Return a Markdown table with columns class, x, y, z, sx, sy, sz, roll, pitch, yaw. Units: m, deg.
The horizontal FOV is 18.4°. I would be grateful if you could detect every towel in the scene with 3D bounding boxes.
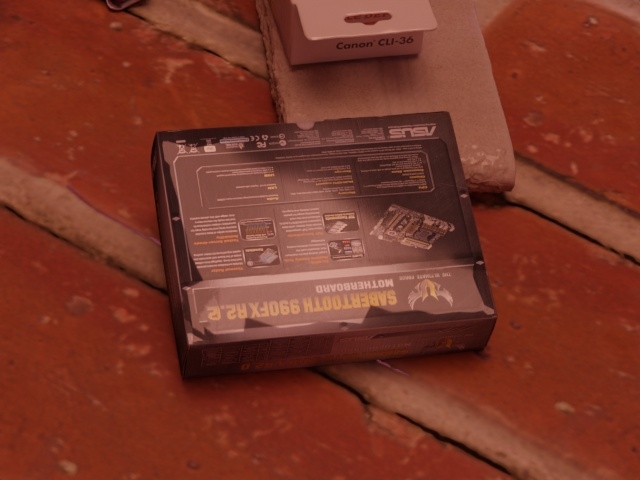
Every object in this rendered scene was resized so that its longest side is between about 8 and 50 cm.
| class | x | y | z | sx | sy | sz | roll | pitch | yaw |
| --- | --- | --- | --- | --- | --- | --- | --- | --- | --- |
| towel | 0.048 | -0.139 | 1.643 | 0.187 | 0.049 | 0.282 | -2 | 47 | -7 |

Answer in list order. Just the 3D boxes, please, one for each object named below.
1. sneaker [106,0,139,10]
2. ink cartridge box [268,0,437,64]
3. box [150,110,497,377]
| class | x | y | z | sx | sy | sz | roll | pitch | yaw |
| --- | --- | --- | --- | --- | --- | --- | --- | --- | --- |
| sneaker | -0.200 | -0.234 | 1.712 | 0.118 | 0.042 | 0.067 | 3 | 42 | -6 |
| ink cartridge box | 0.018 | -0.209 | 1.627 | 0.115 | 0.067 | 0.198 | -7 | 46 | -11 |
| box | 0.000 | 0.000 | 1.462 | 0.231 | 0.056 | 0.183 | -5 | 62 | -11 |
